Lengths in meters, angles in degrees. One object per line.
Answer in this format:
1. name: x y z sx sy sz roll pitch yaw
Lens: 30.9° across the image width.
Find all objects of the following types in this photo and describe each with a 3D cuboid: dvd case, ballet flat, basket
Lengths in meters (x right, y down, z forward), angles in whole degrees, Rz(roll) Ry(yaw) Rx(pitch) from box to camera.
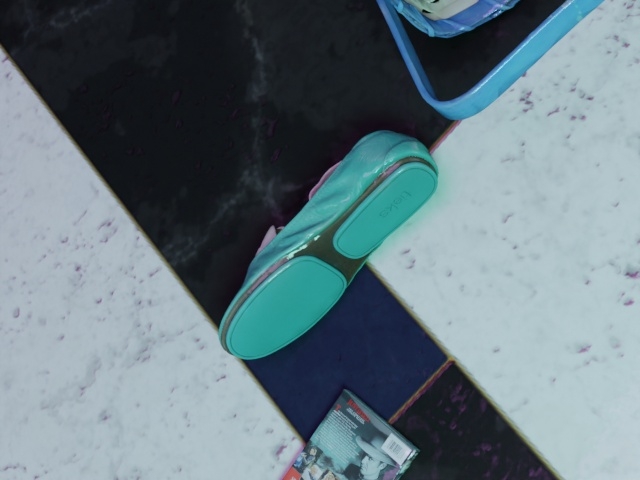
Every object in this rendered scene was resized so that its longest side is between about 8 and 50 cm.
1. dvd case: 0.019 0.199 0.981 0.087 0.013 0.119 37 98 31
2. ballet flat: 0.000 0.000 1.012 0.247 0.083 0.087 -45 37 12
3. basket: 0.137 -0.259 0.916 0.254 0.201 0.289 -40 53 14
